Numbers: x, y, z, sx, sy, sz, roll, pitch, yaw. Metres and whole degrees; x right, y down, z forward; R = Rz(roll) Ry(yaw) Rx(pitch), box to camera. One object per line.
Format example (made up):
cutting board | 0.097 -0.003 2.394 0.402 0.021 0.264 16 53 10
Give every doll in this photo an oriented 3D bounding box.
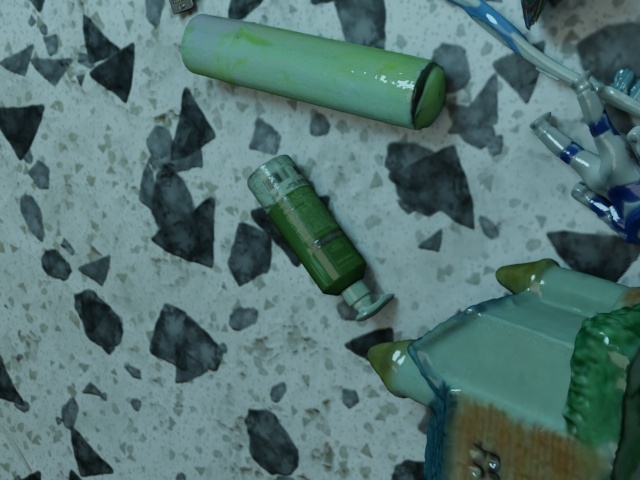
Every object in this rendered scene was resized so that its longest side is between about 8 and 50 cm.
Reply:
doll | 0.292 -0.045 0.962 0.227 0.057 0.114 54 146 10

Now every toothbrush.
toothbrush | 0.163 -0.214 1.017 0.386 0.040 0.040 32 115 22

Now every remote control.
remote control | -0.171 -0.313 1.217 0.034 0.016 0.091 -16 91 17

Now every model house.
model house | 0.193 0.149 1.014 0.325 0.194 0.267 19 112 42

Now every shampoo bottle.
shampoo bottle | 0.000 0.000 1.149 0.065 0.065 0.204 -42 77 31

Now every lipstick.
lipstick | -0.012 -0.183 1.111 0.304 0.076 0.076 17 108 28

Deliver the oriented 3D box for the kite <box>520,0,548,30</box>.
kite | 0.207 -0.288 0.865 0.015 0.285 0.152 -5 84 -6
